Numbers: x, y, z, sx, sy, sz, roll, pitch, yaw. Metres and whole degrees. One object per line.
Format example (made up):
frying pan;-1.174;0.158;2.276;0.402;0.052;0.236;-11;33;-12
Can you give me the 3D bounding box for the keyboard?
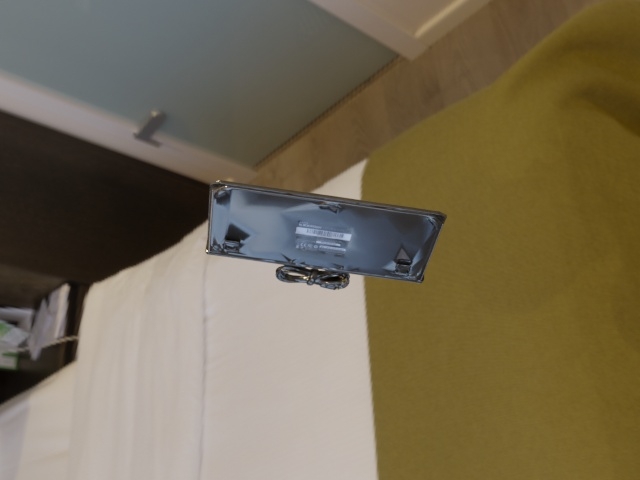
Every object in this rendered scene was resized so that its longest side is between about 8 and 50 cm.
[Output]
keyboard;0.000;0.000;0.590;0.108;0.180;0.023;103;174;-45
